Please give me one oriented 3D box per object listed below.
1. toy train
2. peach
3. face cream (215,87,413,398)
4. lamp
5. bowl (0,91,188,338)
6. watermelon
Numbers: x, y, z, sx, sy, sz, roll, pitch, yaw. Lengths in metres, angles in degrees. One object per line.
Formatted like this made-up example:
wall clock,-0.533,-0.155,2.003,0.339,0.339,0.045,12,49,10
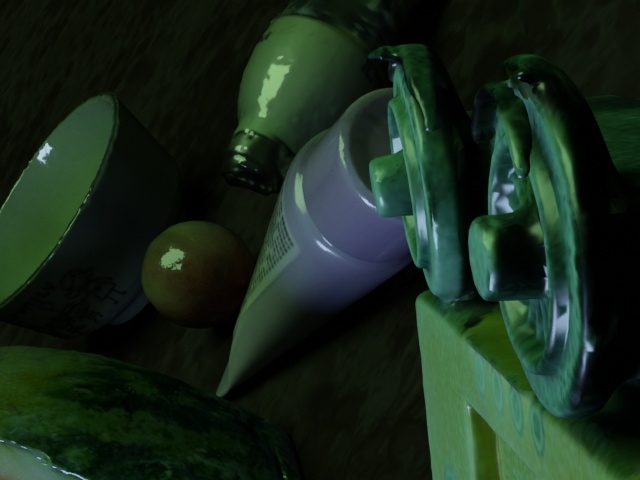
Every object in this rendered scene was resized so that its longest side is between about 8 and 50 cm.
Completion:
toy train,0.116,0.054,0.609,0.397,0.160,0.253,-131,34,-80
peach,-0.087,0.025,1.323,0.083,0.083,0.083,-44,26,28
face cream,0.000,0.000,1.192,0.274,0.096,0.154,-44,26,59
lamp,0.009,-0.130,1.299,0.101,0.101,0.250,-19,34,56
bowl,-0.185,-0.005,1.514,0.211,0.112,0.211,-44,25,27
watermelon,-0.144,0.177,1.128,0.310,0.232,0.193,7,53,15
